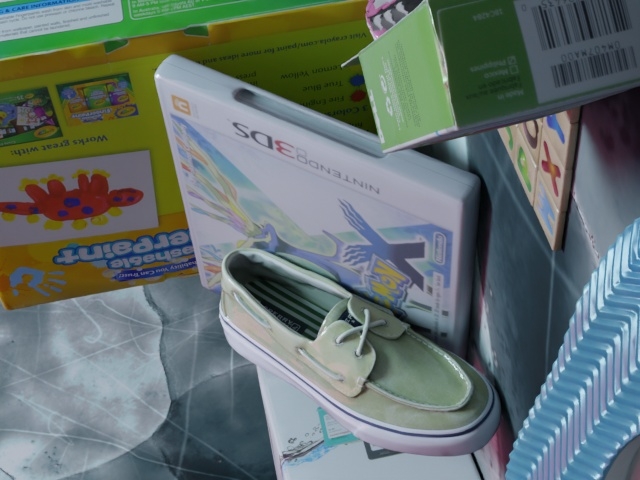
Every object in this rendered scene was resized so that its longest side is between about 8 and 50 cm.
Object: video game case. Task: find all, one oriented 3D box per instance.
[{"bbox_3d":[0.000,0.000,1.146,0.036,0.300,0.329,-55,-22,-29],"label":"video game case"}]

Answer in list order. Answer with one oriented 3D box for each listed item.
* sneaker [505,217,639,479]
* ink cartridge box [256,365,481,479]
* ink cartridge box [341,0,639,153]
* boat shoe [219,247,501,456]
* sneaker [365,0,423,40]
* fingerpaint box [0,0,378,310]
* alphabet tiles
[{"bbox_3d":[0.156,0.062,0.518,0.229,0.092,0.087,111,154,-43],"label":"sneaker"},{"bbox_3d":[0.056,0.268,1.373,0.270,0.197,0.198,-109,9,-49],"label":"ink cartridge box"},{"bbox_3d":[0.086,-0.089,0.655,0.209,0.109,0.062,177,79,-80],"label":"ink cartridge box"},{"bbox_3d":[0.022,0.099,1.126,0.302,0.109,0.094,22,146,28],"label":"boat shoe"},{"bbox_3d":[0.075,-0.167,0.969,0.178,0.072,0.077,-93,-13,-54],"label":"sneaker"},{"bbox_3d":[-0.146,-0.129,1.252,0.371,0.445,0.163,84,174,-53],"label":"fingerpaint box"},{"bbox_3d":[0.122,-0.140,0.773,0.237,0.009,0.198,84,172,-51],"label":"alphabet tiles"}]
